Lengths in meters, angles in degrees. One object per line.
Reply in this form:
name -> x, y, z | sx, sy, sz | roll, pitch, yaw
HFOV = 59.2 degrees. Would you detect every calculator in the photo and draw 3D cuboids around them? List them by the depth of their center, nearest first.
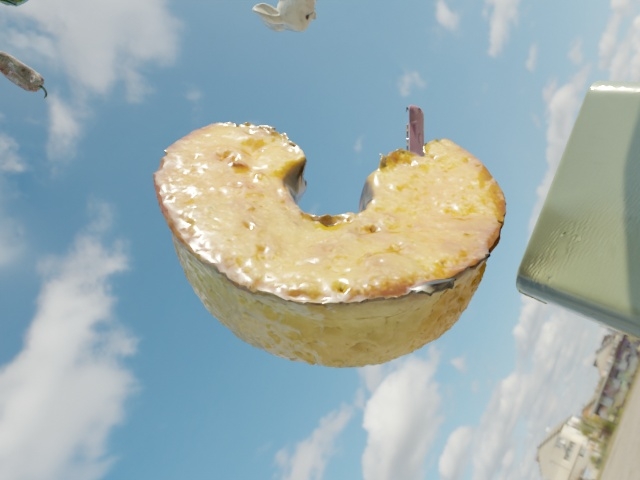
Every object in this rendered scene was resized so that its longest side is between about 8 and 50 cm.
calculator -> 0.238, -0.220, 1.423 | 0.294, 0.043, 0.194 | 45, -136, -80

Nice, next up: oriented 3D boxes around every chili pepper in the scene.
chili pepper -> -0.694, -0.386, 1.294 | 0.153, 0.041, 0.050 | 33, -120, -19

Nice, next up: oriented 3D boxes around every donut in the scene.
donut -> 0.000, 0.000, 0.713 | 0.378, 0.434, 0.164 | -70, -14, -53

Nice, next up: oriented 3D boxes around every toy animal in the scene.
toy animal -> -0.095, -0.700, 1.612 | 0.127, 0.178, 0.193 | -69, -15, -85

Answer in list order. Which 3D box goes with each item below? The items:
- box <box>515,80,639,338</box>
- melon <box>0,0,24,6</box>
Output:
box -> 0.485, -0.022, 0.727 | 0.177, 0.343, 0.352 | 20, -89, -42
melon -> -0.646, -0.578, 1.035 | 0.196, 0.124, 0.323 | -37, -45, -9
